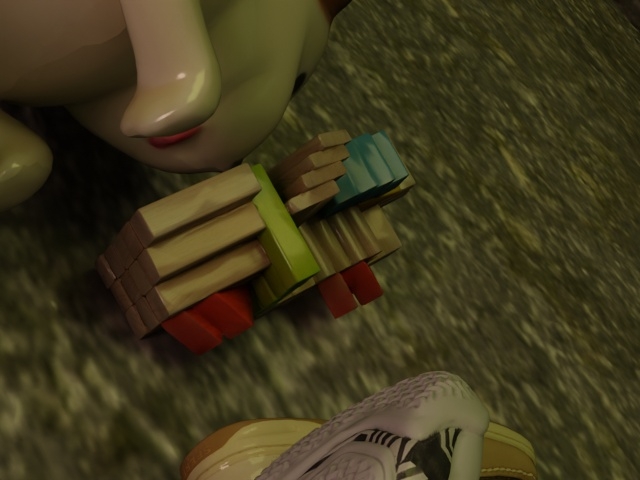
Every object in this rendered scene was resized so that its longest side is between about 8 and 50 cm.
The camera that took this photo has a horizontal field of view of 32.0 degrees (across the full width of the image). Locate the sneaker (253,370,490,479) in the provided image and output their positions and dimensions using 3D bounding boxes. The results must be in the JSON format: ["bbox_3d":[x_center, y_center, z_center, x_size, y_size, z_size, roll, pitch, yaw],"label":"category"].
[{"bbox_3d":[0.018,0.245,0.490,0.210,0.137,0.365,45,55,-15],"label":"sneaker"}]

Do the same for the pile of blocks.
[{"bbox_3d":[0.000,0.000,0.822,0.362,0.149,0.112,-22,81,-55],"label":"pile of blocks"}]

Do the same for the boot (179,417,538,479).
[{"bbox_3d":[0.057,0.209,0.676,0.262,0.095,0.203,9,44,-35],"label":"boot"}]

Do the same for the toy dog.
[{"bbox_3d":[-0.163,-0.194,0.678,0.408,0.285,0.395,37,29,-42],"label":"toy dog"}]
